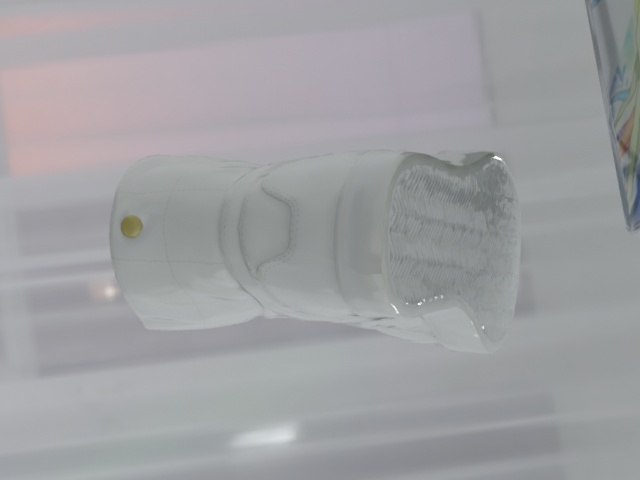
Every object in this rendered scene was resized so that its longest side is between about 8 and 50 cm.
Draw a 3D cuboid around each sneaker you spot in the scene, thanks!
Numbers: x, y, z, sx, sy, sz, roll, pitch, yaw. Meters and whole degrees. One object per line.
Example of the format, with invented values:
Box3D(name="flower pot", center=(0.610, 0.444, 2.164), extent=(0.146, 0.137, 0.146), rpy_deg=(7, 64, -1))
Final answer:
Box3D(name="sneaker", center=(0.000, 0.000, 0.962), extent=(0.292, 0.169, 0.108), rpy_deg=(20, 72, -69))

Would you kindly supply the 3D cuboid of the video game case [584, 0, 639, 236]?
Box3D(name="video game case", center=(0.217, -0.205, 1.032), extent=(0.300, 0.036, 0.329), rpy_deg=(131, -45, -63))
